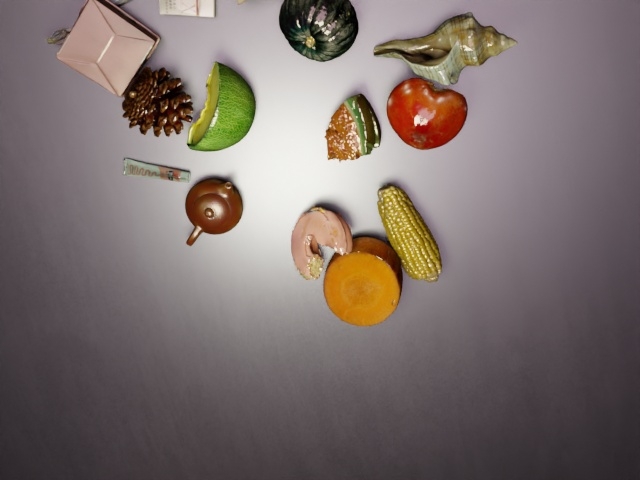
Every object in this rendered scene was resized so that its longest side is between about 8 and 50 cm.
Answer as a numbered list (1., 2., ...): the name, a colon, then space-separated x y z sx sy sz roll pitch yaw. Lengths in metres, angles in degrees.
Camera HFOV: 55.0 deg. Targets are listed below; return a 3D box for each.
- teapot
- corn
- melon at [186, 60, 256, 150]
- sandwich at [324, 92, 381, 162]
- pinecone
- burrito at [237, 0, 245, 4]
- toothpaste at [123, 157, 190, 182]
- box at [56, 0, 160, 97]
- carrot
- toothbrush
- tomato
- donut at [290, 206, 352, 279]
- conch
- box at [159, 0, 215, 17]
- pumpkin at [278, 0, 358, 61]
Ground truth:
1. teapot: -0.342 -0.082 1.881 0.178 0.135 0.252 35 104 -6
2. corn: 0.274 -0.015 1.901 0.130 0.130 0.346 -27 103 9
3. melon: -0.258 -0.354 1.766 0.169 0.129 0.264 9 112 -36
4. sandwich: 0.087 -0.333 1.817 0.160 0.109 0.184 -9 111 24
5. pinecone: -0.461 -0.387 1.763 0.208 0.207 0.207 0 108 1
6. burrito: -0.116 -0.734 1.628 0.300 0.105 0.143 -20 114 -5
7. toothpaste: -0.505 -0.211 1.894 0.205 0.036 0.056 9 110 2
8. box: -0.601 -0.547 1.737 0.215 0.086 0.215 33 106 -21
9. carrot: 0.128 0.140 1.933 0.258 0.100 0.307 35 122 8
10. toothbrush: -0.602 -0.665 1.747 0.414 0.042 0.035 -28 105 7
11. tomato: 0.296 -0.339 1.749 0.233 0.139 0.200 15 147 -1
12. donut: 0.000 0.000 1.888 0.233 0.085 0.199 -39 63 38
13. conch: 0.347 -0.516 1.722 0.386 0.203 0.169 -11 136 29
14. box: -0.375 -0.678 1.737 0.155 0.040 0.083 3 107 1
15. pumpkin: -0.004 -0.594 1.673 0.221 0.220 0.161 22 69 -6
